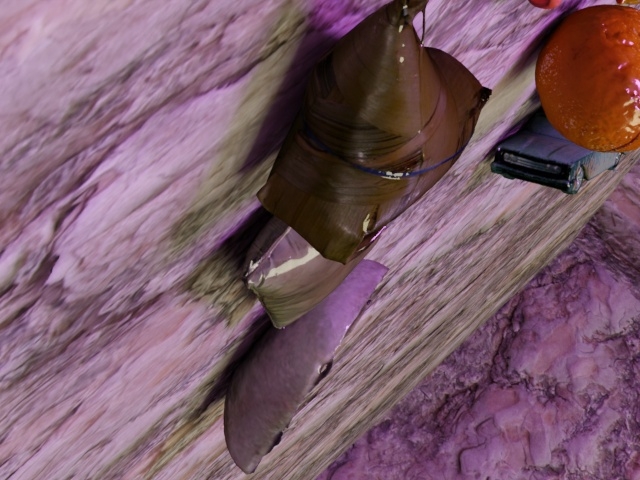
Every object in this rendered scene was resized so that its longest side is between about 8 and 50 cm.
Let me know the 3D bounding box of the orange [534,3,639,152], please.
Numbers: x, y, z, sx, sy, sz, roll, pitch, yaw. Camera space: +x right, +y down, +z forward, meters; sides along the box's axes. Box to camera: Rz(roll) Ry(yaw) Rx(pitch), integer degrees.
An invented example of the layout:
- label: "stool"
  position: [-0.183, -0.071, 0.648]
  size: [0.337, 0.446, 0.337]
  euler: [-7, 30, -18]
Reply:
- label: "orange"
  position: [0.361, -0.203, 1.716]
  size: [0.193, 0.193, 0.161]
  euler: [-35, -179, -44]

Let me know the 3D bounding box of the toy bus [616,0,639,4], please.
- label: "toy bus"
  position: [0.379, -0.344, 1.489]
  size: [0.209, 0.126, 0.136]
  euler: [-37, 173, -40]

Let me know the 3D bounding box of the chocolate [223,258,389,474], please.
- label: "chocolate"
  position: [-0.031, 0.144, 1.680]
  size: [0.303, 0.100, 0.185]
  euler: [-54, 177, 40]

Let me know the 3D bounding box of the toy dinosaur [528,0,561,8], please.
- label: "toy dinosaur"
  position: [0.207, -0.278, 1.272]
  size: [0.139, 0.070, 0.286]
  euler: [-30, 165, -24]

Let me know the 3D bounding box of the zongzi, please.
- label: "zongzi"
  position: [0.082, -0.143, 1.117]
  size: [0.260, 0.123, 0.289]
  euler: [-43, 164, -42]

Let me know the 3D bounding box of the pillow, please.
- label: "pillow"
  position: [0.000, 0.000, 1.381]
  size: [0.185, 0.075, 0.302]
  euler: [-48, 169, -6]

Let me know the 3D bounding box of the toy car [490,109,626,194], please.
- label: "toy car"
  position: [0.379, -0.152, 2.099]
  size: [0.320, 0.141, 0.097]
  euler: [-27, 129, -57]
